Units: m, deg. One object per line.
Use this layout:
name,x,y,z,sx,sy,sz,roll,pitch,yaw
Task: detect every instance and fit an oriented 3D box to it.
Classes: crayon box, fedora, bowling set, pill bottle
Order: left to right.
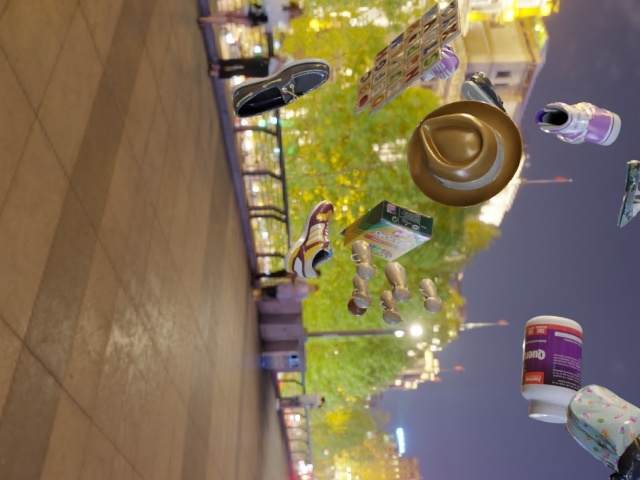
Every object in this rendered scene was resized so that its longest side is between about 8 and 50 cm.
bowling set,0.158,0.153,1.564,0.199,0.287,0.154,-57,-164,23
crayon box,0.220,-0.018,2.132,0.318,0.202,0.081,-38,-141,58
fedora,0.216,-0.148,0.967,0.079,0.194,0.194,25,59,-57
pill bottle,0.760,0.423,2.008,0.181,0.182,0.322,88,13,-66

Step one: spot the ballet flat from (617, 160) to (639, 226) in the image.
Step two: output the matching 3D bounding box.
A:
ballet flat,0.858,-0.122,1.664,0.070,0.070,0.188,-92,-179,-69

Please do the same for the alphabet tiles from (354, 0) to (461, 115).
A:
alphabet tiles,0.214,-0.465,1.554,0.343,0.011,0.285,-33,-146,37

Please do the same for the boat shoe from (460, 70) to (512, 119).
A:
boat shoe,0.514,-0.390,1.791,0.233,0.079,0.084,49,-23,-8

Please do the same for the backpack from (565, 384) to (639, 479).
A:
backpack,0.606,0.391,1.274,0.182,0.152,0.115,36,-35,47

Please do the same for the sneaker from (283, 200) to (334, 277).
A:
sneaker,0.000,0.000,1.298,0.185,0.084,0.069,-62,149,-21

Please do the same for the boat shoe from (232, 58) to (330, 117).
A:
boat shoe,-0.083,-0.324,1.321,0.081,0.228,0.068,53,25,-54

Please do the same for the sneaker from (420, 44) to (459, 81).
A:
sneaker,0.344,-0.522,1.745,0.095,0.105,0.236,55,-2,-16

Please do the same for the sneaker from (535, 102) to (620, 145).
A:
sneaker,0.592,-0.298,1.490,0.282,0.161,0.102,-90,-169,-80
